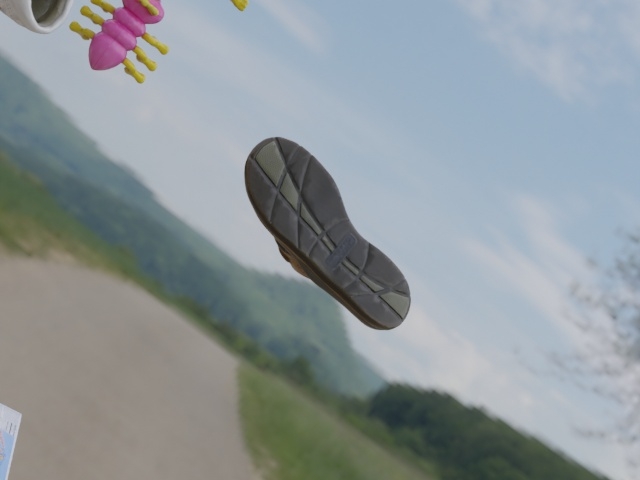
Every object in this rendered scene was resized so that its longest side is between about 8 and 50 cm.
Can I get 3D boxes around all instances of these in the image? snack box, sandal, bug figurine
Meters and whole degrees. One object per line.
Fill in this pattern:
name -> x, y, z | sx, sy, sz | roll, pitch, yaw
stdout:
snack box -> -0.395, 0.243, 2.041 | 0.064, 0.022, 0.178 | 30, 19, -15
sandal -> 0.000, 0.000, 1.660 | 0.219, 0.090, 0.060 | 47, -32, -10
bug figurine -> -0.190, -0.270, 1.541 | 0.279, 0.216, 0.072 | 33, 0, -7

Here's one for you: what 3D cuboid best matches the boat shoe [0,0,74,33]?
boat shoe -> -0.165, -0.270, 1.164 | 0.098, 0.277, 0.096 | -9, 38, -39
